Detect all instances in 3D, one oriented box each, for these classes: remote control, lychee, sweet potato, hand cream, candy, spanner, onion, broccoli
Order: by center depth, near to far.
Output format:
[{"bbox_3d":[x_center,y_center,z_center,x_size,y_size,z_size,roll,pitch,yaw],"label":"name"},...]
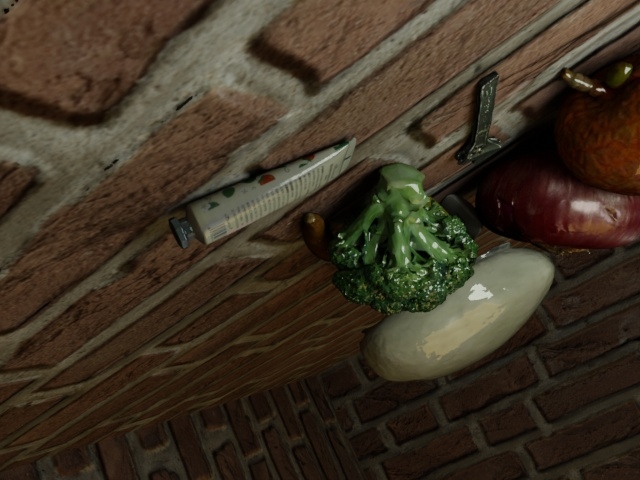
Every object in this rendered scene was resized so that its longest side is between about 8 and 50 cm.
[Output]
[{"bbox_3d":[-0.072,-0.066,0.829,0.276,0.059,0.095,-26,163,-18],"label":"hand cream"},{"bbox_3d":[0.519,-0.199,1.004,0.255,0.300,0.255,-37,-161,15],"label":"lychee"},{"bbox_3d":[0.271,-0.190,1.008,0.093,0.026,0.325,-28,163,2],"label":"spanner"},{"bbox_3d":[0.138,-0.005,1.057,0.270,0.270,0.270,-19,127,-23],"label":"broccoli"},{"bbox_3d":[0.000,0.001,1.136,0.057,0.057,0.264,-28,162,5],"label":"sweet potato"},{"bbox_3d":[0.494,-0.110,1.246,0.348,0.285,0.347,10,-175,-1],"label":"onion"},{"bbox_3d":[0.303,0.162,1.286,0.427,0.186,0.386,-37,159,13],"label":"candy"},{"bbox_3d":[0.330,-0.026,1.469,0.055,0.109,0.313,-39,166,-8],"label":"remote control"}]

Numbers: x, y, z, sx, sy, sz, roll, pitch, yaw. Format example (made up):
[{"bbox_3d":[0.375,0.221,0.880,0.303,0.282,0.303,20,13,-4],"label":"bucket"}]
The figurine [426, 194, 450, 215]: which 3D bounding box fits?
[{"bbox_3d":[0.216,0.024,1.334,0.218,0.169,0.327,-50,175,-13],"label":"figurine"}]
